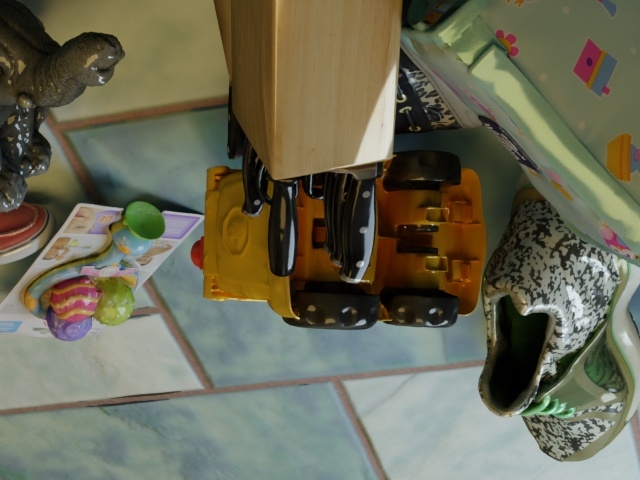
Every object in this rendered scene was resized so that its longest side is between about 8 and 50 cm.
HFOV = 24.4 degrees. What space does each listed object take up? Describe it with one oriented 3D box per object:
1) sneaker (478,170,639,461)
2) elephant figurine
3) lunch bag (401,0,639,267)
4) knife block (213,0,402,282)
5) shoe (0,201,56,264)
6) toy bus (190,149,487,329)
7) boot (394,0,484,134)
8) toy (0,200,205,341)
[{"bbox_3d":[0.192,0.099,1.337,0.158,0.182,0.410,28,150,29],"label":"sneaker"},{"bbox_3d":[-0.268,-0.142,1.156,0.186,0.169,0.239,1,149,-18],"label":"elephant figurine"},{"bbox_3d":[0.175,-0.123,1.000,0.160,0.262,0.223,-32,109,36],"label":"lunch bag"},{"bbox_3d":[0.001,-0.096,0.976,0.088,0.242,0.276,-12,174,-17],"label":"knife block"},{"bbox_3d":[-0.341,-0.023,1.375,0.178,0.063,0.081,-4,143,16],"label":"shoe"},{"bbox_3d":[0.000,0.000,1.242,0.220,0.149,0.211,3,176,-40],"label":"toy bus"},{"bbox_3d":[0.014,-0.142,1.167,0.179,0.085,0.236,-16,145,25],"label":"boot"},{"bbox_3d":[-0.219,0.050,1.427,0.137,0.056,0.237,5,142,-36],"label":"toy"}]
